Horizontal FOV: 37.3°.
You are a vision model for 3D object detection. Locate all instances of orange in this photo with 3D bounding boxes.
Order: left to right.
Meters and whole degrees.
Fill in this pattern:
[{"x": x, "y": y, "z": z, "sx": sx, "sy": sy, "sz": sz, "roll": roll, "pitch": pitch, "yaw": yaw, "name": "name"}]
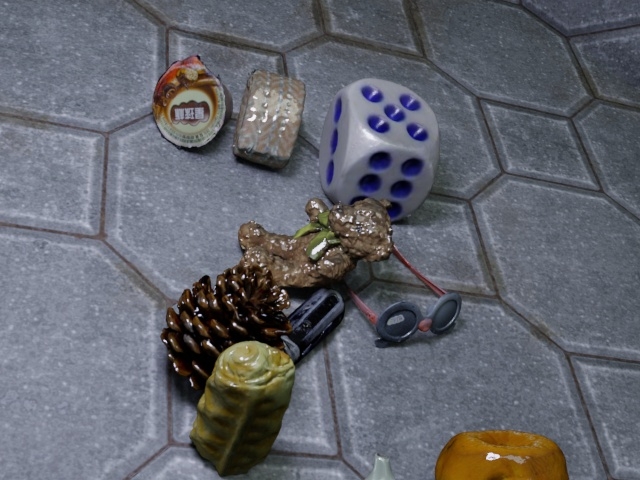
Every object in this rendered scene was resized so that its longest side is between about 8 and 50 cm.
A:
[{"x": 0.338, "y": 0.456, "z": 1.783, "sx": 0.249, "sy": 0.183, "sz": 0.249, "roll": 4, "pitch": 2, "yaw": 0, "name": "orange"}]

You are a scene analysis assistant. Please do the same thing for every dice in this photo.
[{"x": 0.139, "y": -0.215, "z": 2.283, "sx": 0.243, "sy": 0.259, "sz": 0.251, "roll": 8, "pitch": 46, "yaw": -17, "name": "dice"}]

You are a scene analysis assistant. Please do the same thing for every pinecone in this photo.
[{"x": -0.173, "y": 0.164, "z": 1.776, "sx": 0.224, "sy": 0.272, "sz": 0.224, "roll": 44, "pitch": 15, "yaw": -15, "name": "pinecone"}]

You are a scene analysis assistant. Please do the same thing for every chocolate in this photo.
[{"x": -0.286, "y": -0.330, "z": 2.257, "sx": 0.221, "sy": 0.221, "sz": 0.147, "roll": 36, "pitch": 22, "yaw": 10, "name": "chocolate"}]

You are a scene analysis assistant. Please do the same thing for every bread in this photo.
[{"x": -0.133, "y": 0.284, "z": 1.657, "sx": 0.152, "sy": 0.267, "sz": 0.130, "roll": 5, "pitch": 41, "yaw": -20, "name": "bread"}]

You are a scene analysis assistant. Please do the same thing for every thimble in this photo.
[{"x": -0.127, "y": -0.292, "z": 2.279, "sx": 0.148, "sy": 0.196, "sz": 0.229, "roll": 14, "pitch": 74, "yaw": -10, "name": "thimble"}]

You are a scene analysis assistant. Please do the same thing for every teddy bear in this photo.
[{"x": -0.008, "y": -0.004, "z": 2.017, "sx": 0.296, "sy": 0.222, "sz": 0.246, "roll": 16, "pitch": 32, "yaw": -18, "name": "teddy bear"}]

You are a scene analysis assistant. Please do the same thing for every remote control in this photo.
[{"x": -0.034, "y": 0.180, "z": 1.950, "sx": 0.090, "sy": 0.066, "sz": 0.266, "roll": 37, "pitch": 43, "yaw": 13, "name": "remote control"}]

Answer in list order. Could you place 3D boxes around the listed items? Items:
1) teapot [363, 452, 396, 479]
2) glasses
[{"x": 0.073, "y": 0.526, "z": 1.603, "sx": 0.318, "sy": 0.149, "sz": 0.220, "roll": -28, "pitch": 60, "yaw": -38, "name": "teapot"}, {"x": 0.163, "y": 0.118, "z": 2.134, "sx": 0.234, "sy": 0.118, "sz": 0.268, "roll": -9, "pitch": 33, "yaw": -31, "name": "glasses"}]
